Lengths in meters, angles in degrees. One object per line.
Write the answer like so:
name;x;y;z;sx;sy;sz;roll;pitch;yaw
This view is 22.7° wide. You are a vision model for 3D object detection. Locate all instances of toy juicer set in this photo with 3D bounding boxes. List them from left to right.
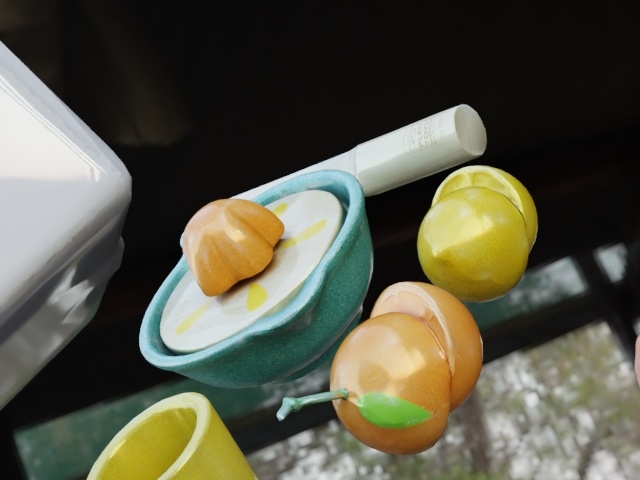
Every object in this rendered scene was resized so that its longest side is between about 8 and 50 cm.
toy juicer set;0.000;0.000;0.767;0.209;0.089;0.329;-30;24;21

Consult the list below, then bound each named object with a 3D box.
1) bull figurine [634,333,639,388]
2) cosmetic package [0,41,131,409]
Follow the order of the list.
bull figurine;0.319;0.177;1.196;0.101;0.310;0.188;-22;-56;10
cosmetic package;-0.272;0.104;0.450;0.453;0.161;0.230;-44;0;-15
